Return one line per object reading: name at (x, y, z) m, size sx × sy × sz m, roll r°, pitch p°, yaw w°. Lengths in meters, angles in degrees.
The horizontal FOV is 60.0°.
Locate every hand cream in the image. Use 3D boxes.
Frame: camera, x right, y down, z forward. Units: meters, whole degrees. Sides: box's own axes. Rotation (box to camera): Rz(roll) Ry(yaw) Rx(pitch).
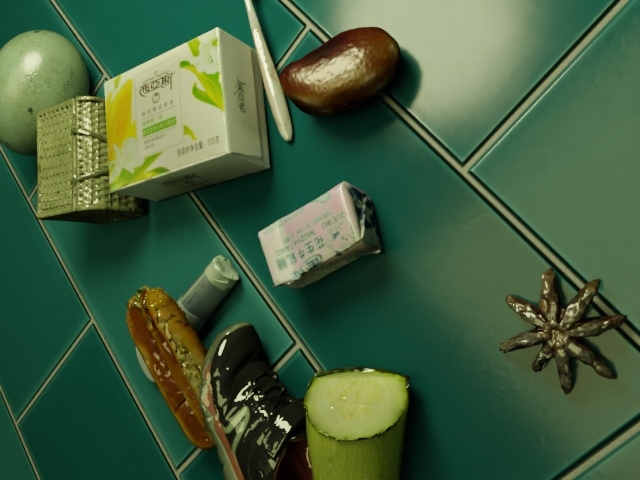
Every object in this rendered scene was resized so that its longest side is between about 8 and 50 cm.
hand cream at (-0.223, 0.129, 0.898) m, size 0.255 × 0.048 × 0.079 m, roll -49°, pitch 60°, yaw 23°

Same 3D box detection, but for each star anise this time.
star anise at (0.261, 0.096, 0.604) m, size 0.140 × 0.042 × 0.141 m, roll -2°, pitch 85°, yaw 30°

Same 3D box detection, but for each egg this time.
egg at (-0.530, -0.274, 1.041) m, size 0.169 × 0.169 × 0.237 m, roll 34°, pitch 102°, yaw 29°

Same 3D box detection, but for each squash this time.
squash at (0.039, 0.310, 0.676) m, size 0.137 × 0.137 × 0.288 m, roll 2°, pitch 89°, yaw 32°

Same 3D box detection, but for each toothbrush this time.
toothbrush at (-0.090, -0.294, 0.840) m, size 0.025 × 0.029 × 0.308 m, roll -17°, pitch 83°, yaw 5°

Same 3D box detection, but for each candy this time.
candy at (0.000, 0.000, 0.753) m, size 0.160 × 0.073 × 0.092 m, roll -28°, pitch 68°, yaw 28°

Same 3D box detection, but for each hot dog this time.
hot dog at (-0.206, 0.189, 0.831) m, size 0.115 × 0.072 × 0.269 m, roll -23°, pitch 94°, yaw 50°

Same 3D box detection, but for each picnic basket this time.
picnic basket at (-0.394, -0.136, 0.971) m, size 0.154 × 0.134 × 0.197 m, roll -6°, pitch 83°, yaw 35°

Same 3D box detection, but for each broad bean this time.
broad bean at (0.029, -0.226, 0.745) m, size 0.165 × 0.084 × 0.114 m, roll -27°, pitch 68°, yaw 21°

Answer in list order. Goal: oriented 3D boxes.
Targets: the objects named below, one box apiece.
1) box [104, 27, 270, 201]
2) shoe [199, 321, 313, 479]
box at (-0.216, -0.186, 0.878) m, size 0.260 × 0.111 × 0.195 m, roll -13°, pitch 79°, yaw 32°
shoe at (-0.071, 0.248, 0.754) m, size 0.137 × 0.114 × 0.291 m, roll -27°, pitch 76°, yaw 33°
